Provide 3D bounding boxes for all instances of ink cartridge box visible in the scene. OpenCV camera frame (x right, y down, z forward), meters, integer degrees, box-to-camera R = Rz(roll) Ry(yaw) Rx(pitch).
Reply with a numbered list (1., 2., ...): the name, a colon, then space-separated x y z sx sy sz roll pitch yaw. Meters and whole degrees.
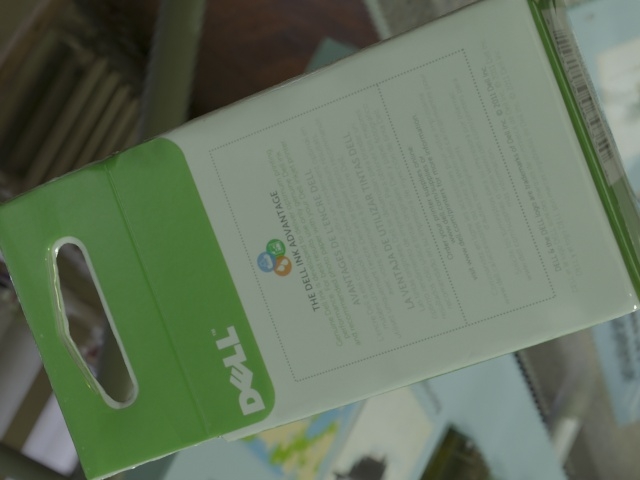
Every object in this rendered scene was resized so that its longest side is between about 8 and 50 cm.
1. ink cartridge box: 0.000 0.000 0.530 0.209 0.109 0.062 -20 -179 21
